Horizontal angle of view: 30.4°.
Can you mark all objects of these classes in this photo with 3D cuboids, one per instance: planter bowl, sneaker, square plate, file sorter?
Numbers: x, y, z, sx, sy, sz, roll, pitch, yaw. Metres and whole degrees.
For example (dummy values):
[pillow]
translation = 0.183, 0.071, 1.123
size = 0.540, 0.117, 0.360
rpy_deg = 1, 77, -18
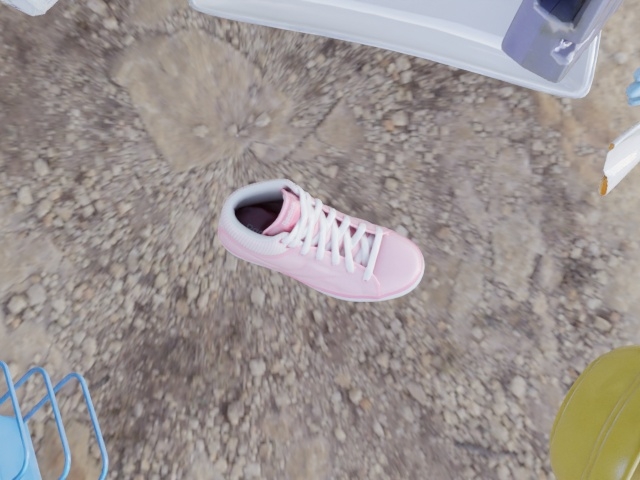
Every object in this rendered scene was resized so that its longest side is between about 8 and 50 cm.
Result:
[planter bowl]
translation = 0.240, 0.149, 0.909
size = 0.090, 0.217, 0.217
rpy_deg = 30, 93, 33
[sneaker]
translation = 0.000, 0.000, 0.725
size = 0.134, 0.070, 0.051
rpy_deg = 15, 74, 3
[square plate]
translation = 0.092, -0.309, 1.042
size = 0.347, 0.049, 0.344
rpy_deg = 13, 74, 1
[file sorter]
translation = -0.274, 0.164, 0.954
size = 0.104, 0.170, 0.118
rpy_deg = -42, 54, 25

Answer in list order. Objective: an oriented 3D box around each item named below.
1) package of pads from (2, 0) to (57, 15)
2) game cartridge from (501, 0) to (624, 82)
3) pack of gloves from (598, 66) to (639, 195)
[package of pads]
translation = -0.227, -0.321, 0.913
size = 0.229, 0.296, 0.101
rpy_deg = -47, 136, -1
[game cartridge]
translation = 0.225, -0.273, 0.661
size = 0.068, 0.355, 0.230
rpy_deg = 32, 56, 7
[pack of gloves]
translation = 0.358, -0.157, 1.089
size = 0.046, 0.195, 0.232
rpy_deg = 39, 67, 24
